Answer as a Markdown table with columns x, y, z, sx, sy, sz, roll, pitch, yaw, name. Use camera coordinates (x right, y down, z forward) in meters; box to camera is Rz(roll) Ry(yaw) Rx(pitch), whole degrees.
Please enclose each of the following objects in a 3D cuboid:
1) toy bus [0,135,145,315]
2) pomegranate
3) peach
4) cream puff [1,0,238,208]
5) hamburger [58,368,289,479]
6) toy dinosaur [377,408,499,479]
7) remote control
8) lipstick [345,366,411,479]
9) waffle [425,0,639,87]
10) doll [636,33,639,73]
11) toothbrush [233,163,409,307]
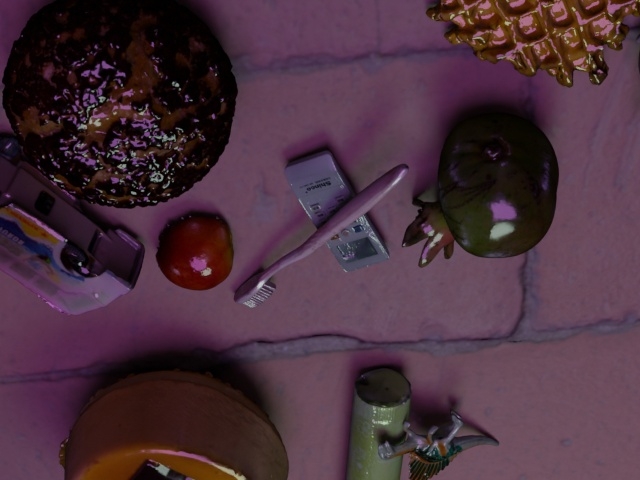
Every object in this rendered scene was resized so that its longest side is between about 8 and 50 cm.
| x | y | z | sx | sy | sz | roll | pitch | yaw | name |
| --- | --- | --- | --- | --- | --- | --- | --- | --- | --- |
| -0.333 | -0.024 | 1.361 | 0.274 | 0.090 | 0.112 | 39 | 124 | -24 | toy bus |
| 0.166 | -0.047 | 1.309 | 0.131 | 0.152 | 0.191 | 31 | 142 | -27 | pomegranate |
| -0.145 | 0.020 | 1.405 | 0.098 | 0.061 | 0.098 | -2 | 132 | -3 | peach |
| -0.204 | -0.137 | 1.229 | 0.239 | 0.165 | 0.239 | -1 | 126 | -2 | cream puff |
| -0.186 | 0.292 | 1.531 | 0.300 | 0.176 | 0.300 | 1 | 125 | 2 | hamburger |
| 0.150 | 0.268 | 1.549 | 0.106 | 0.044 | 0.187 | -51 | 140 | 1 | toy dinosaur |
| 0.021 | -0.032 | 1.383 | 0.061 | 0.029 | 0.162 | -16 | 128 | 22 | remote control |
| 0.069 | 0.297 | 1.593 | 0.076 | 0.076 | 0.304 | 4 | 126 | -2 | lipstick |
| 0.219 | -0.264 | 1.201 | 0.232 | 0.051 | 0.228 | 13 | 128 | -7 | waffle |
| 0.376 | -0.205 | 1.227 | 0.102 | 0.075 | 0.227 | 24 | 113 | 5 | doll |
| 0.000 | 0.000 | 1.379 | 0.030 | 0.025 | 0.307 | 29 | 133 | -27 | toothbrush |
